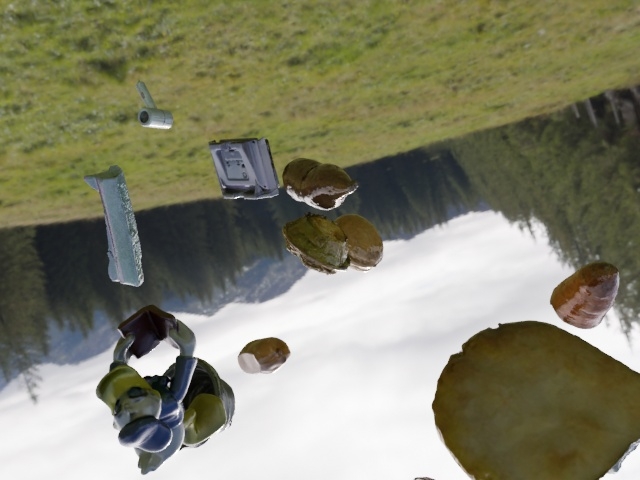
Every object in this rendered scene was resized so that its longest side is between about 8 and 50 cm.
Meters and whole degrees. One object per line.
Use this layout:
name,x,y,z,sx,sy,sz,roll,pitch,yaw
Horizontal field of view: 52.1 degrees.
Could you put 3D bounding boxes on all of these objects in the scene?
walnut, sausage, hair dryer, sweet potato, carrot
walnut,0.114,0.008,2.071,0.159,0.206,0.159,-32,156,-17
sausage,-0.186,0.381,2.162,0.136,0.120,0.241,-23,179,-26
hair dryer,-0.426,-0.339,1.612,0.047,0.137,0.082,-34,168,26
sweet potato,0.013,-0.135,1.658,0.131,0.131,0.337,-19,-160,-19
carrot,0.744,0.129,1.807,0.159,0.159,0.225,-19,147,-17

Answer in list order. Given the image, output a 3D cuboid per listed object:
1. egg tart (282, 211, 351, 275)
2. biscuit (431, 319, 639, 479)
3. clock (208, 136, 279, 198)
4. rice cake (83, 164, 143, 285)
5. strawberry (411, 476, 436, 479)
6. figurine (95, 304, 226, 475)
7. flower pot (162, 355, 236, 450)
egg tart,0.001,0.000,1.673,0.090,0.212,0.212,-54,167,23
biscuit,0.467,0.381,1.436,0.429,0.104,0.446,-45,-126,-15
clock,-0.246,-0.224,2.024,0.253,0.186,0.083,5,-155,44
rice cake,-0.444,-0.026,1.430,0.081,0.290,0.051,-2,-148,1
strawberry,0.334,0.848,1.852,0.267,0.351,0.312,-34,146,23
figurine,-0.266,0.255,1.099,0.205,0.283,0.338,2,-179,-5
flower pot,-0.312,0.427,1.703,0.235,0.235,0.140,-17,153,29
